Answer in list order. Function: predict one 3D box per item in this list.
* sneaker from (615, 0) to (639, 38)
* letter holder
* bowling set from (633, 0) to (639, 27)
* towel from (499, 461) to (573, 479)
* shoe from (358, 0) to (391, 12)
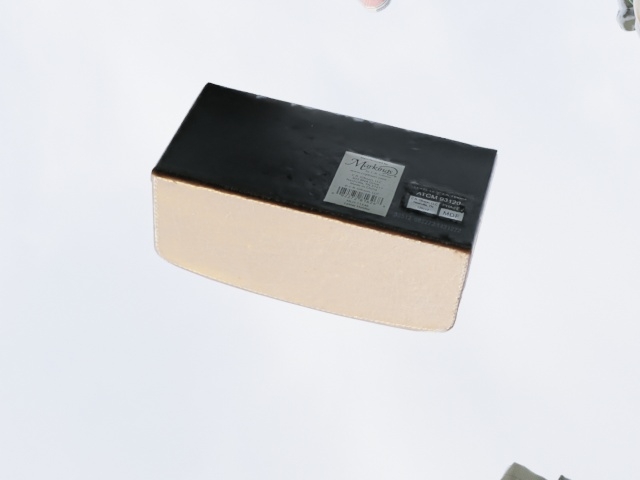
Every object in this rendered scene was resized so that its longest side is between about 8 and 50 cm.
[{"bbox_3d":[0.225,-0.183,0.701,0.101,0.267,0.106,-16,-79,13],"label":"sneaker"},{"bbox_3d":[0.000,0.000,1.150,0.302,0.214,0.152,14,-136,8],"label":"letter holder"},{"bbox_3d":[0.130,-0.103,0.289,0.154,0.200,0.287,-15,-112,31],"label":"bowling set"},{"bbox_3d":[0.275,0.421,1.209,0.312,0.056,0.324,28,-124,8],"label":"towel"},{"bbox_3d":[0.033,-0.403,1.650,0.063,0.081,0.178,-41,-121,2],"label":"shoe"}]
